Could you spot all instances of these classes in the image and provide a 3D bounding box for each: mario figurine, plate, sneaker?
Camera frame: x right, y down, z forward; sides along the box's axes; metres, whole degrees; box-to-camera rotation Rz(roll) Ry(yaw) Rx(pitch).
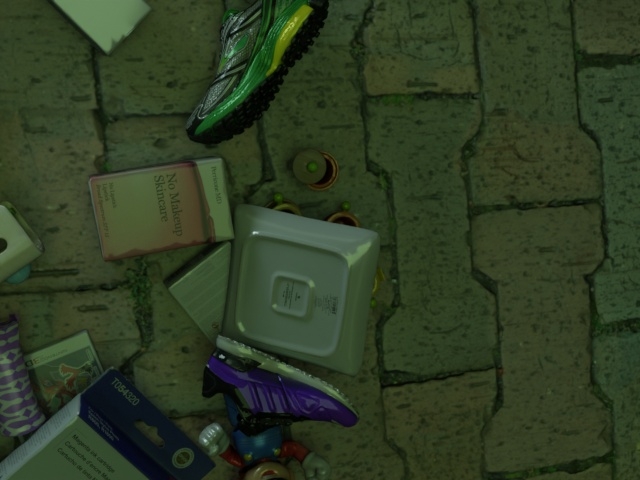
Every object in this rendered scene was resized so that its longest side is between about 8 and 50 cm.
[{"bbox_3d":[-0.100,0.393,1.656,0.198,0.170,0.321,-10,92,21],"label":"mario figurine"},{"bbox_3d":[-0.046,0.093,1.594,0.277,0.045,0.278,12,107,14],"label":"plate"},{"bbox_3d":[-0.135,-0.321,1.602,0.146,0.134,0.344,36,91,9],"label":"sneaker"},{"bbox_3d":[-0.080,0.292,1.596,0.293,0.102,0.146,26,81,-3],"label":"sneaker"}]

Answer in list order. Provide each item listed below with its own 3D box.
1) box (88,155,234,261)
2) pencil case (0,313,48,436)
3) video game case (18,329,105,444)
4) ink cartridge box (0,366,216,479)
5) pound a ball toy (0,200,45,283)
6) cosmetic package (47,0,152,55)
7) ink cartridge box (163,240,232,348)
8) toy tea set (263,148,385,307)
[{"bbox_3d":[-0.282,-0.059,1.578,0.232,0.127,0.149,-11,99,-13],"label":"box"},{"bbox_3d":[-0.537,0.240,1.549,0.088,0.086,0.206,-25,107,-46],"label":"pencil case"},{"bbox_3d":[-0.475,0.288,1.624,0.183,0.023,0.201,-22,102,-11],"label":"video game case"},{"bbox_3d":[-0.392,0.443,1.599,0.330,0.071,0.324,-41,121,-6],"label":"ink cartridge box"},{"bbox_3d":[-0.616,0.079,1.465,0.319,0.208,0.136,-36,104,-9],"label":"pound a ball toy"},{"bbox_3d":[-0.411,-0.436,1.516,0.117,0.085,0.231,-46,110,-6],"label":"cosmetic package"},{"bbox_3d":[-0.187,0.101,1.678,0.145,0.045,0.179,-38,123,-8],"label":"ink cartridge box"},{"bbox_3d":[0.000,0.000,1.660,0.199,0.124,0.336,-23,102,-11],"label":"toy tea set"}]
